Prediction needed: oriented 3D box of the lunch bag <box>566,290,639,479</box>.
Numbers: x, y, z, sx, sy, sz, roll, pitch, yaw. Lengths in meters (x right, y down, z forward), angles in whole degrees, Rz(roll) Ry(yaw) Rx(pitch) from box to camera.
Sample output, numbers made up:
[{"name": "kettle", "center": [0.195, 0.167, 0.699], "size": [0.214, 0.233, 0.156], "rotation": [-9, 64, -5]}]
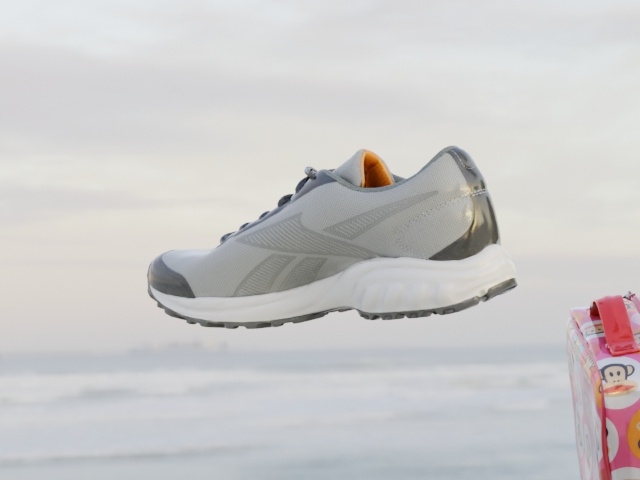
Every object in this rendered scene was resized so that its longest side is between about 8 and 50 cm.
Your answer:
[{"name": "lunch bag", "center": [0.334, 0.180, 1.766], "size": [0.120, 0.258, 0.293], "rotation": [-9, 15, 3]}]

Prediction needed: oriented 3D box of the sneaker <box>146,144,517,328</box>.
[{"name": "sneaker", "center": [0.000, 0.000, 1.044], "size": [0.272, 0.108, 0.100], "rotation": [-8, 3, 34]}]
